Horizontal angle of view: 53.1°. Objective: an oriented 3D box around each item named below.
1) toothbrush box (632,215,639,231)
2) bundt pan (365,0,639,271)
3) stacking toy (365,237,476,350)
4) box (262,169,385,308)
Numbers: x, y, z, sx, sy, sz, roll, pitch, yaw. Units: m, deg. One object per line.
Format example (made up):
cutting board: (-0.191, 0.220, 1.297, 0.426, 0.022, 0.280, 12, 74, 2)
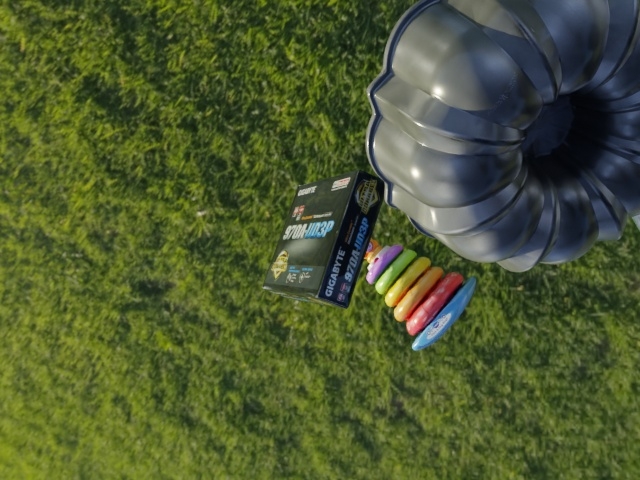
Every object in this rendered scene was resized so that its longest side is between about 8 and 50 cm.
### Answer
toothbrush box: (0.734, -0.085, 1.164, 0.283, 0.122, 0.206, 1, 149, -29)
bundt pan: (0.215, -0.108, 0.607, 0.331, 0.124, 0.330, -7, 121, -12)
stacking toy: (0.164, 0.069, 1.351, 0.302, 0.166, 0.175, 42, 111, 11)
box: (0.000, 0.000, 0.903, 0.051, 0.175, 0.220, 22, 171, -21)
